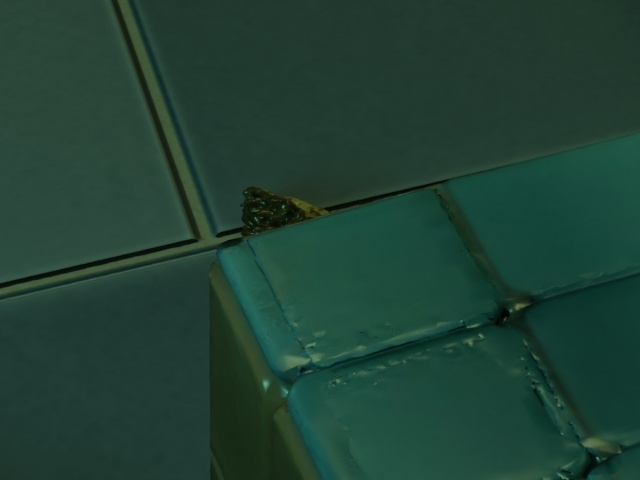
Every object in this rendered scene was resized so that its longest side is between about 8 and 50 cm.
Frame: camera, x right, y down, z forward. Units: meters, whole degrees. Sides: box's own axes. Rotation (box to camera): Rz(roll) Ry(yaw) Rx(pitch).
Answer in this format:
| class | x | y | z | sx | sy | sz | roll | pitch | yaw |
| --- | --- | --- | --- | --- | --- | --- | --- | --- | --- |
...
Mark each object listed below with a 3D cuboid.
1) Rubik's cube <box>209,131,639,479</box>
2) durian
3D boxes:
| class | x | y | z | sx | sy | sz | roll | pitch | yaw |
| --- | --- | --- | --- | --- | --- | --- | --- | --- | --- |
| Rubik's cube | 0.094 | 0.120 | 0.730 | 0.231 | 0.221 | 0.224 | -15 | 51 | -16 |
| durian | -0.002 | 0.009 | 1.032 | 0.130 | 0.052 | 0.066 | 31 | 15 | 28 |
